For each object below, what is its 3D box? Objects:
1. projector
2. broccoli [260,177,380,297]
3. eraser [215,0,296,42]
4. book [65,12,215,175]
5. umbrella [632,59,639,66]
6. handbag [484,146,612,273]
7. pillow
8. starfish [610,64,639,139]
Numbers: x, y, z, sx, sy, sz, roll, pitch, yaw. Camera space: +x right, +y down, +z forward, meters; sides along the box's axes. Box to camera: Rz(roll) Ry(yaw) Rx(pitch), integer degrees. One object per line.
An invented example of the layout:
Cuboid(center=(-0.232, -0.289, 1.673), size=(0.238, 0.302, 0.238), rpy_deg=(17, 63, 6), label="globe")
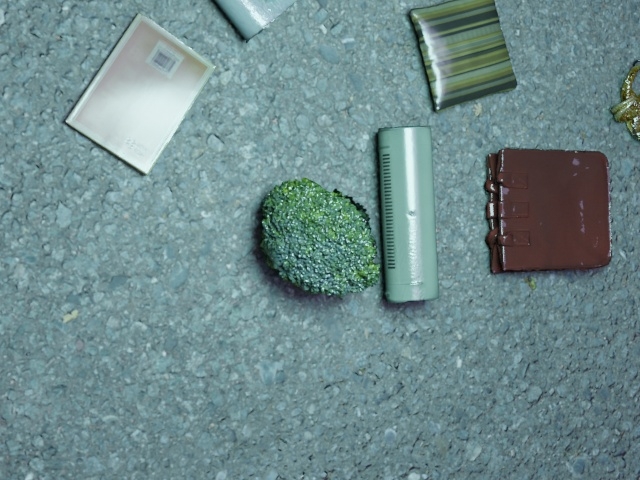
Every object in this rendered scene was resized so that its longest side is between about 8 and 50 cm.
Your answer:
Cuboid(center=(0.168, -0.051, 1.795), size=(0.108, 0.108, 0.337), rpy_deg=(-3, 90, -22), label="projector")
Cuboid(center=(0.001, 0.001, 1.694), size=(0.226, 0.176, 0.198), rpy_deg=(25, 98, -29), label="broccoli")
Cuboid(center=(-0.140, -0.503, 1.695), size=(0.174, 0.081, 0.227), rpy_deg=(-43, 105, -16), label="eraser")
Cuboid(center=(-0.316, -0.260, 1.655), size=(0.170, 0.018, 0.241), rpy_deg=(34, 77, -16), label="book")
Cuboid(center=(0.788, -0.347, 2.090), size=(0.269, 0.044, 0.044), rpy_deg=(21, 56, -29), label="umbrella")
Cuboid(center=(0.472, -0.063, 1.929), size=(0.275, 0.084, 0.260), rpy_deg=(-3, 91, -21), label="handbag")
Cuboid(center=(0.290, -0.384, 1.878), size=(0.208, 0.052, 0.212), rpy_deg=(-19, 98, -23), label="pillow")
Cuboid(center=(0.724, -0.288, 2.036), size=(0.190, 0.074, 0.146), rpy_deg=(37, 78, -17), label="starfish")
